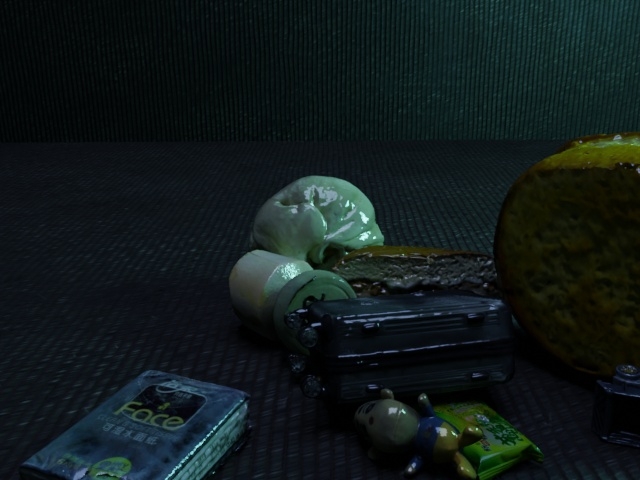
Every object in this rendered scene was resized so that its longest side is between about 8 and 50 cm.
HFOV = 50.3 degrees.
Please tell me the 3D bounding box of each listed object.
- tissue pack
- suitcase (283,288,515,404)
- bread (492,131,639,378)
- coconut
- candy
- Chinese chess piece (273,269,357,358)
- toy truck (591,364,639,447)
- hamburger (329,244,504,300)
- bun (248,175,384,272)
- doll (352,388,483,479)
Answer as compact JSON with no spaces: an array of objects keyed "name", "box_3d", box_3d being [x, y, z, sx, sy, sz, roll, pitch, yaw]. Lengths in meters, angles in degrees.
[{"name":"tissue pack","box_3d":[-0.212,0.250,0.831,0.173,0.073,0.235,9,21,23]},{"name":"suitcase","box_3d":[0.112,0.149,0.993,0.312,0.128,0.202,-5,3,-10]},{"name":"bread","box_3d":[0.445,0.022,1.034,0.215,0.398,0.398,-14,23,-36]},{"name":"coconut","box_3d":[-0.076,0.095,1.182,0.152,0.147,0.147,18,26,40]},{"name":"candy","box_3d":[0.199,0.246,0.896,0.102,0.032,0.178,-8,20,-20]},{"name":"Chinese chess piece","box_3d":[-0.006,0.119,1.101,0.144,0.144,0.058,-9,11,-24]},{"name":"toy truck","box_3d":[0.453,0.225,0.876,0.192,0.083,0.092,6,19,22]},{"name":"hamburger","box_3d":[0.166,0.086,1.198,0.282,0.156,0.245,-5,11,-30]},{"name":"bun","box_3d":[0.000,0.000,1.306,0.259,0.259,0.160,-4,13,-11]},{"name":"doll","box_3d":[0.111,0.238,0.845,0.179,0.102,0.089,1,-18,42]}]
